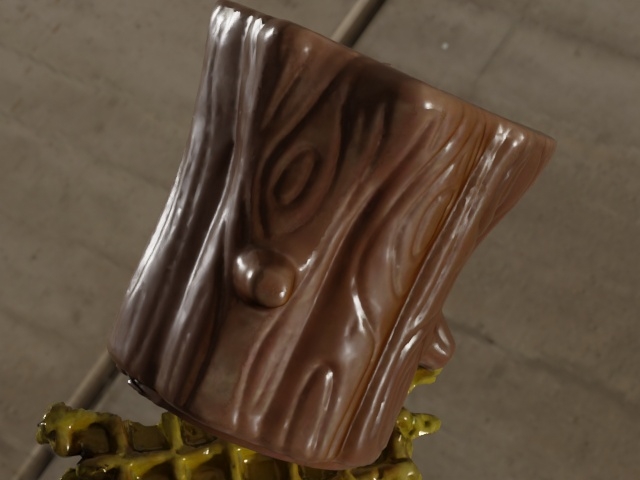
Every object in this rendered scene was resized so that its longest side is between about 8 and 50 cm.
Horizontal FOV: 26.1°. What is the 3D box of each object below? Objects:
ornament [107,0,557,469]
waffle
[{"bbox_3d":[0.000,0.000,0.800,0.221,0.218,0.235,20,8,-26],"label":"ornament"},{"bbox_3d":[-0.045,0.139,1.057,0.259,0.293,0.069,38,-20,11],"label":"waffle"}]
